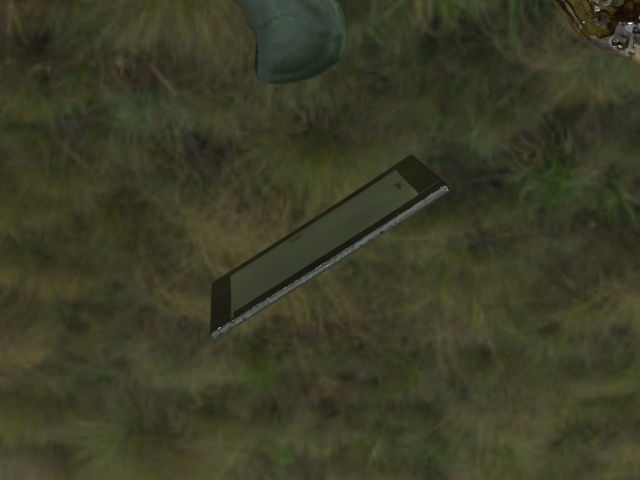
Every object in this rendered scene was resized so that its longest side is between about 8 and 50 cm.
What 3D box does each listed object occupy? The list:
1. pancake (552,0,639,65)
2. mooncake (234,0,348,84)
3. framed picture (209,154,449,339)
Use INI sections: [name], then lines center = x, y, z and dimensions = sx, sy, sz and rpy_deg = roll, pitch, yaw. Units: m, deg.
[pancake]
center = 0.416, -0.348, 1.582
dimensions = 0.212, 0.257, 0.056
rpy_deg = -1, 160, 15
[mooncake]
center = -0.046, -0.290, 1.445
dimensions = 0.169, 0.104, 0.175
rpy_deg = 13, 128, -17
[framed picture]
center = 0.000, 0.000, 1.469
dimensions = 0.347, 0.016, 0.265
rpy_deg = -33, -168, 2
